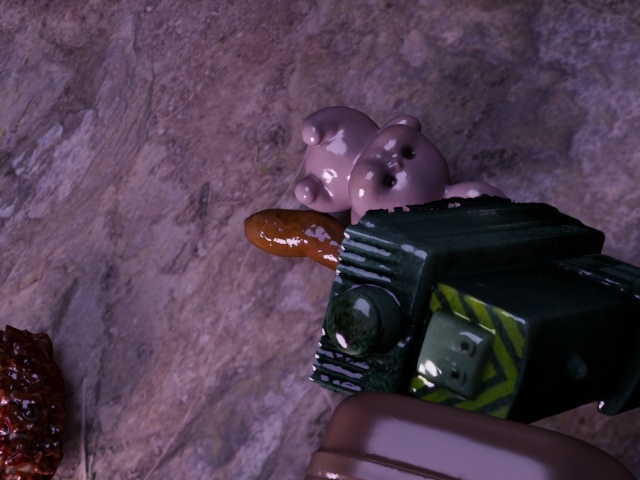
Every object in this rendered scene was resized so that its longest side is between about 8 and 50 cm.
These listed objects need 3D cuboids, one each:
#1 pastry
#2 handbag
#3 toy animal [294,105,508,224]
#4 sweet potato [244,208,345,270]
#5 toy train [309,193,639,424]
[{"bbox_3d":[-0.320,0.175,1.352,0.115,0.097,0.208,-40,44,13],"label":"pastry"},{"bbox_3d":[0.150,0.221,0.856,0.283,0.302,0.149,6,66,31],"label":"handbag"},{"bbox_3d":[0.077,-0.058,1.225,0.212,0.124,0.124,21,74,38],"label":"toy animal"},{"bbox_3d":[0.000,0.000,1.286,0.195,0.056,0.056,17,71,35],"label":"sweet potato"},{"bbox_3d":[0.145,0.055,0.972,0.178,0.330,0.138,23,107,34],"label":"toy train"}]
